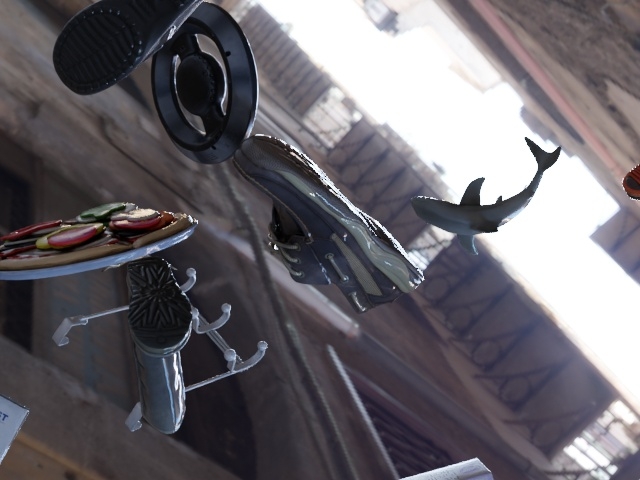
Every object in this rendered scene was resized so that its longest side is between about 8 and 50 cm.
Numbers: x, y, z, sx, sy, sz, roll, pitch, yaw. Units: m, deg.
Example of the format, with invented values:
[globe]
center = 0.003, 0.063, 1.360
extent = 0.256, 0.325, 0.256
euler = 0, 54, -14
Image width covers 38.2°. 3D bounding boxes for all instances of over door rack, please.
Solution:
[over door rack]
center = -0.280, 0.177, 1.698
extent = 0.239, 0.324, 0.108
euler = 44, -50, 21

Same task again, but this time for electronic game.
[electronic game]
center = -0.168, -0.222, 1.310
extent = 0.229, 0.048, 0.229
euler = 14, -70, 43

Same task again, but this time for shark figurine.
[shark figurine]
center = 0.323, -0.058, 1.668
extent = 0.278, 0.166, 0.116
euler = -26, -161, 7

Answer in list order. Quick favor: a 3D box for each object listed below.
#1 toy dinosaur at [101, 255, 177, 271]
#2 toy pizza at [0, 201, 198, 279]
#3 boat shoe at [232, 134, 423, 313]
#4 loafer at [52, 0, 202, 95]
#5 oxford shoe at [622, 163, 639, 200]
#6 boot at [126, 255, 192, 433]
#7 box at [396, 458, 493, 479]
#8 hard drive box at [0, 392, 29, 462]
[toy dinosaur]
center = -0.331, 0.025, 1.498
extent = 0.183, 0.092, 0.053
euler = -2, -93, 20
[toy pizza]
center = -0.215, -0.006, 0.858
extent = 0.201, 0.032, 0.201
euler = -10, -168, 2
[boat shoe]
center = 0.000, 0.000, 1.223
extent = 0.130, 0.355, 0.132
euler = -44, -142, 7
[loafer]
center = -0.182, -0.226, 0.955
extent = 0.220, 0.080, 0.078
euler = -32, -177, 21
[oxford shoe]
center = 0.654, -0.103, 1.622
extent = 0.271, 0.098, 0.097
euler = -14, -140, -10
[boot]
center = -0.191, 0.146, 1.088
extent = 0.189, 0.076, 0.208
euler = -111, -155, -58
[box]
center = 0.066, 0.360, 1.196
extent = 0.324, 0.063, 0.067
euler = -14, -173, -5
[hard drive box]
center = -0.467, 0.249, 1.023
extent = 0.089, 0.181, 0.232
euler = -13, -134, 54
